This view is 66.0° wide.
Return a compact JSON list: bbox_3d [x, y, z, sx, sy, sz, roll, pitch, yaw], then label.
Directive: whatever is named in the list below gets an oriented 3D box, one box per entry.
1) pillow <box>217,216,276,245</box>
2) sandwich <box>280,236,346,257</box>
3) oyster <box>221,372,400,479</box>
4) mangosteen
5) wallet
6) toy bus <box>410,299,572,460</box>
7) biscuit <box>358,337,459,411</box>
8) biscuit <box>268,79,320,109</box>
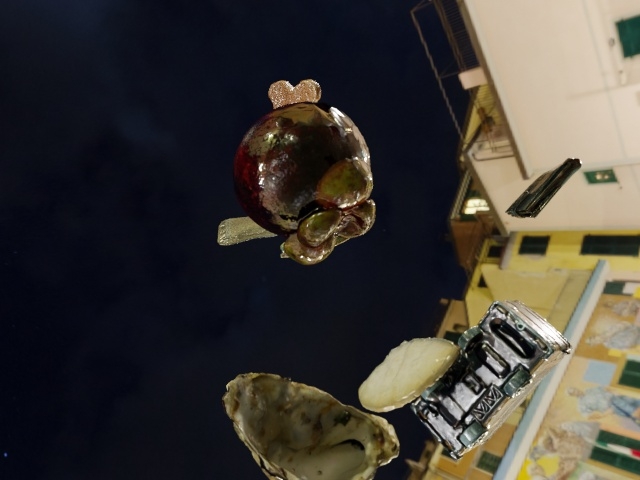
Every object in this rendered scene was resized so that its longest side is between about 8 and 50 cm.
[{"bbox_3d":[-0.196,-0.039,1.457,0.217,0.130,0.033,-9,-52,0],"label":"pillow"},{"bbox_3d":[0.000,0.000,1.661,0.212,0.244,0.063,-44,-62,-44],"label":"sandwich"},{"bbox_3d":[-0.019,0.270,0.693,0.294,0.094,0.166,42,-125,-17],"label":"oyster"},{"bbox_3d":[-0.019,-0.085,0.672,0.209,0.209,0.210,0,-89,-39],"label":"mangosteen"},{"bbox_3d":[0.558,-0.127,1.258,0.044,0.317,0.169,43,-79,8],"label":"wallet"},{"bbox_3d":[0.367,0.291,1.058,0.194,0.162,0.324,6,-58,-47],"label":"toy bus"},{"bbox_3d":[0.176,0.270,1.025,0.040,0.265,0.188,46,-151,-10],"label":"biscuit"},{"bbox_3d":[-0.087,-0.292,1.415,0.049,0.205,0.324,-11,-70,-52],"label":"biscuit"}]
